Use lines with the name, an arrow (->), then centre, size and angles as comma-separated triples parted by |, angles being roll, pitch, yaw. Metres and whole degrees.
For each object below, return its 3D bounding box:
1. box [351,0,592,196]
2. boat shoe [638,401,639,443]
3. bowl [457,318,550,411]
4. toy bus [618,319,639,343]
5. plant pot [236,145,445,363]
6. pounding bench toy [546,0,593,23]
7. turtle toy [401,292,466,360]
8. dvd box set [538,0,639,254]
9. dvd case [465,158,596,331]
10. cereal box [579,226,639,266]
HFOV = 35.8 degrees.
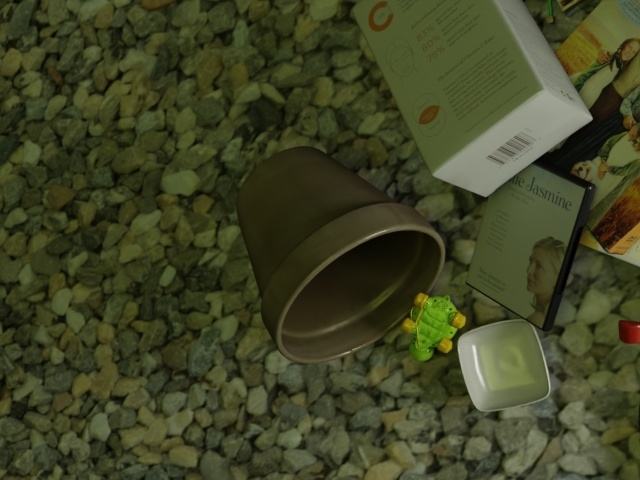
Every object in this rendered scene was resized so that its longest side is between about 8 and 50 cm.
box -> 0.229, -0.278, 1.551 | 0.215, 0.168, 0.345 | -37, 60, 28
boat shoe -> 0.529, 0.318, 1.549 | 0.056, 0.049, 0.152 | -13, 85, 25
bowl -> 0.308, 0.204, 1.647 | 0.142, 0.053, 0.142 | -17, 85, 24
toy bus -> 0.563, 0.161, 1.499 | 0.202, 0.104, 0.191 | -30, 97, 40
plant pot -> 0.000, 0.000, 1.669 | 0.323, 0.323, 0.280 | -48, 57, 18
pounding bench toy -> 0.388, -0.397, 1.598 | 0.083, 0.052, 0.065 | -33, 78, 22
turtle toy -> 0.190, 0.149, 1.692 | 0.095, 0.066, 0.130 | 29, 104, 13
dvd box set -> 0.495, -0.228, 1.469 | 0.420, 0.062, 0.308 | -48, 59, 30
dvd case -> 0.329, -0.005, 1.583 | 0.180, 0.022, 0.253 | 34, 121, 43
cereal box -> 0.542, -0.033, 1.537 | 0.240, 0.047, 0.173 | 24, 102, 22
